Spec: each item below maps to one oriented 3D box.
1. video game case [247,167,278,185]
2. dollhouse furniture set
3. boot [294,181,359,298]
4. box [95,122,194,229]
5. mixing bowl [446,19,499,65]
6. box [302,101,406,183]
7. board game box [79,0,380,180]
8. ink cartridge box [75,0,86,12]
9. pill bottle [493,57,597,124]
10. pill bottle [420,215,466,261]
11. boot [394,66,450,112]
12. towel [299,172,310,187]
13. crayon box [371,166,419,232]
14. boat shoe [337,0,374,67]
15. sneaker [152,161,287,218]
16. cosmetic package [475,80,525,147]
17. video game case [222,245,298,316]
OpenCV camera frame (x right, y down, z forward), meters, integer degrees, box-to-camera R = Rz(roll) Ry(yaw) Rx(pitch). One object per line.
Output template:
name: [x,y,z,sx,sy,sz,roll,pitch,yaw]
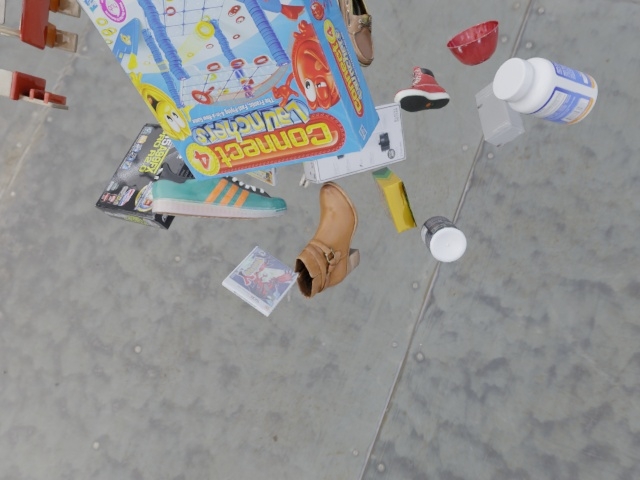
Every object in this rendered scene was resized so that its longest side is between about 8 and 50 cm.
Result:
video game case: [-0.253,-0.320,1.636,0.227,0.206,0.026,26,51,22]
dollhouse furniture set: [-0.554,-0.397,0.874,0.135,0.262,0.258,12,101,-5]
boot: [0.000,0.000,1.230,0.109,0.220,0.283,12,120,39]
box: [-0.418,-0.170,1.152,0.217,0.060,0.269,12,69,29]
mixing bowl: [0.550,-0.684,1.601,0.182,0.098,0.181,-24,30,15]
box: [0.088,-0.274,1.256,0.290,0.087,0.169,-20,111,-22]
board game box: [-0.117,-0.244,0.612,0.309,0.301,0.086,-5,39,31]
ink cartridge box: [-0.427,-0.522,0.878,0.099,0.056,0.135,-8,89,-9]
pill bottle: [0.633,-0.429,1.291,0.272,0.152,0.152,6,76,-24]
pill bottle: [0.447,-0.017,1.685,0.131,0.245,0.130,1,106,2]
boot: [0.342,-0.562,1.657,0.245,0.088,0.176,-11,67,-32]
towel: [-0.008,-0.365,1.912,0.049,0.187,0.282,24,120,-7]
crayon box: [0.294,-0.162,1.806,0.081,0.318,0.202,-21,110,4]
boat shoe: [0.141,-0.826,1.735,0.111,0.104,0.307,-22,91,-33]
sneaker: [-0.214,-0.109,1.011,0.303,0.108,0.120,3,89,-27]
cosmetic package: [0.716,-0.510,1.818,0.127,0.107,0.237,-35,47,48]
video game case: [-0.193,0.130,1.505,0.184,0.023,0.201,34,46,4]
